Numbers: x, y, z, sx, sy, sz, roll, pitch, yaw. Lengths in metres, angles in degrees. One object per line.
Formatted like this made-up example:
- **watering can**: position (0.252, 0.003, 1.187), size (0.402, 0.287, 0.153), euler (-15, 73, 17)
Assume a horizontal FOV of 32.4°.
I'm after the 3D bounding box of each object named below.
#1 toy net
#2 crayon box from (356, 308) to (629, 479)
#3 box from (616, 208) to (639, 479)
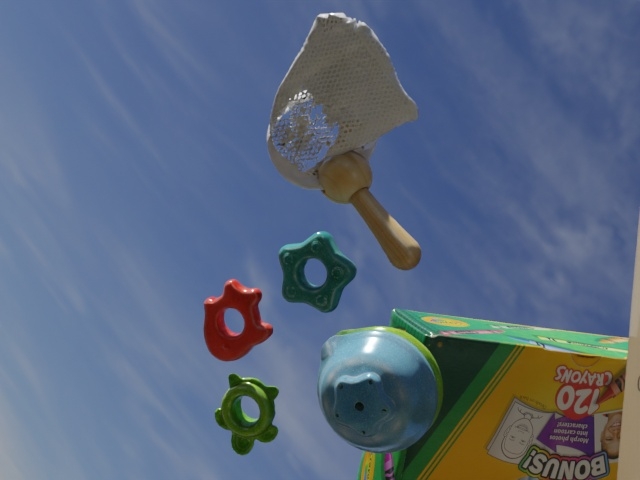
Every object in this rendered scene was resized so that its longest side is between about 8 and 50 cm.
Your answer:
- **toy net**: position (0.000, 0.000, 0.582), size (0.122, 0.045, 0.232), euler (2, -83, 20)
- **crayon box**: position (0.178, 0.158, 0.904), size (0.081, 0.278, 0.165), euler (-148, -112, -67)
- **box**: position (0.266, 0.075, 0.655), size (0.148, 0.121, 0.311), euler (153, -56, -79)
